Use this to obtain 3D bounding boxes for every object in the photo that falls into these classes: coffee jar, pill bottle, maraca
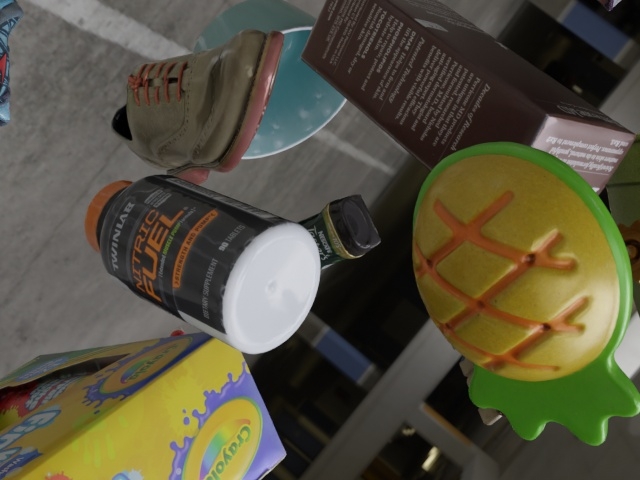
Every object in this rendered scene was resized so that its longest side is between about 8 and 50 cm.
[{"bbox_3d":[0.000,0.000,1.359,0.184,0.096,0.079,-26,178,33],"label":"coffee jar"},{"bbox_3d":[-0.129,0.011,0.875,0.130,0.246,0.130,-25,125,-42],"label":"pill bottle"},{"bbox_3d":[0.115,0.033,0.496,0.127,0.185,0.099,-4,-159,43],"label":"maraca"}]

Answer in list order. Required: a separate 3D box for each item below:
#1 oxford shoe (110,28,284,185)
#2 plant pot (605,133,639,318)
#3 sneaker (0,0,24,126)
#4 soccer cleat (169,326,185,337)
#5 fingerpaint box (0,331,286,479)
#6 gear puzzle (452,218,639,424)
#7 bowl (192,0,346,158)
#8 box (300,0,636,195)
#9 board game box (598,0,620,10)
[{"bbox_3d":[-0.144,-0.142,0.936,0.348,0.130,0.123,-27,-136,61],"label":"oxford shoe"},{"bbox_3d":[0.621,0.011,1.350,0.366,0.367,0.352,-9,96,-76],"label":"plant pot"},{"bbox_3d":[-0.452,-0.202,1.140,0.104,0.125,0.261,-10,-134,47],"label":"sneaker"},{"bbox_3d":[-0.175,0.150,1.131,0.029,0.083,0.035,-14,-165,-2],"label":"soccer cleat"},{"bbox_3d":[-0.318,0.264,0.845,0.371,0.163,0.445,-12,-164,42],"label":"fingerpaint box"},{"bbox_3d":[0.316,0.090,1.172,0.044,0.175,0.339,20,126,-35],"label":"gear puzzle"},{"bbox_3d":[-0.107,-0.309,1.578,0.312,0.163,0.311,-24,151,-14],"label":"bowl"},{"bbox_3d":[0.165,-0.179,1.075,0.191,0.381,0.143,2,126,-44],"label":"box"},{"bbox_3d":[0.440,-0.442,1.097,0.208,0.056,0.347,-38,164,2],"label":"board game box"}]
